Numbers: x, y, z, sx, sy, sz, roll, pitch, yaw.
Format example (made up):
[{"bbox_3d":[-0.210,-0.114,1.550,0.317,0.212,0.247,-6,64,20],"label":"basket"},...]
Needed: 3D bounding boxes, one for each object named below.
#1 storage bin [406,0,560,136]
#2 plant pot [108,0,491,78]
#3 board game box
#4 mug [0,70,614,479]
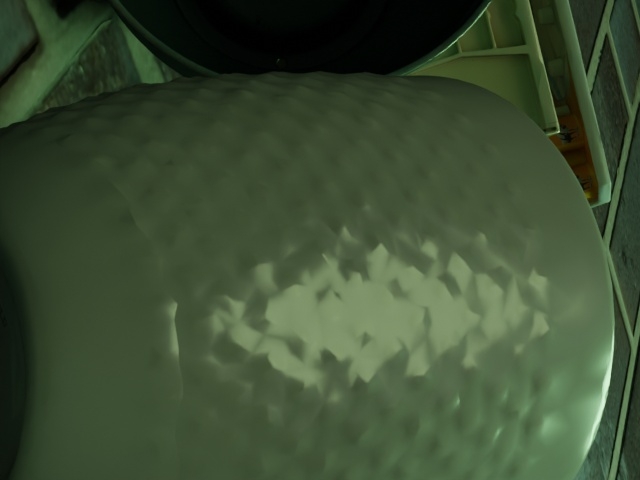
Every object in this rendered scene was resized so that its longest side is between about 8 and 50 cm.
[{"bbox_3d":[0.077,-0.188,1.474,0.262,0.123,0.260,157,-80,-84],"label":"storage bin"},{"bbox_3d":[-0.022,-0.217,1.232,0.196,0.293,0.293,119,-34,-79],"label":"plant pot"},{"bbox_3d":[0.143,-0.202,1.625,0.390,0.050,0.390,146,-70,-82],"label":"board game box"},{"bbox_3d":[-0.039,0.091,0.929,0.328,0.276,0.374,-3,62,-42],"label":"mug"}]
